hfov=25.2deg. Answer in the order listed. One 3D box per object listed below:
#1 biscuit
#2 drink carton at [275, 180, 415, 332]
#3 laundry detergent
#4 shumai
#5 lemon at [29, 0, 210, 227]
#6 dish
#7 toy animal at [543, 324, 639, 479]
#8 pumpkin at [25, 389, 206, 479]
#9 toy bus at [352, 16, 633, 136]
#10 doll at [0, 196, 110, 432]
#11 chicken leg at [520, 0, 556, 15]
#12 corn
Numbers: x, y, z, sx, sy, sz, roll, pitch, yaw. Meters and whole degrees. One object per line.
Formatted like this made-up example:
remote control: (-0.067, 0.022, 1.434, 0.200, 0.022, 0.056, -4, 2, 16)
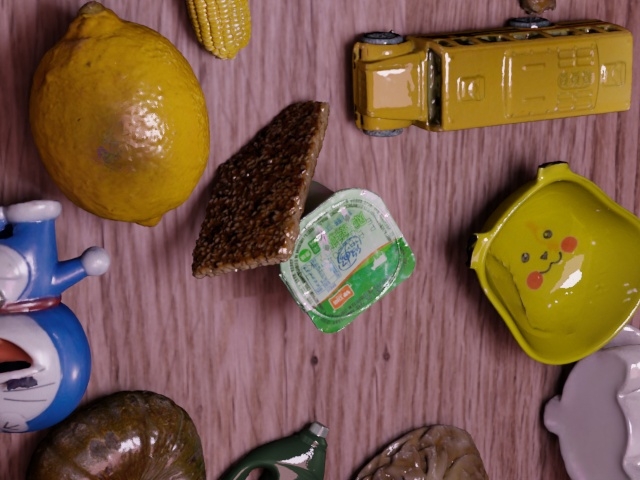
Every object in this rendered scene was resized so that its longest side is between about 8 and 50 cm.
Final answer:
biscuit: (-0.068, -0.063, 1.613, 0.026, 0.131, 0.236, 53, 39, -41)
drink carton: (0.000, 0.000, 1.659, 0.146, 0.142, 0.144, -36, 118, -9)
laundry detergent: (-0.060, 0.314, 1.772, 0.137, 0.063, 0.211, 29, 93, -21)
shumai: (0.146, 0.342, 1.805, 0.206, 0.175, 0.166, -38, 116, -12)
lemon: (-0.211, -0.126, 1.508, 0.188, 0.188, 0.256, -23, 115, -16)
dish: (0.285, 0.020, 1.806, 0.221, 0.108, 0.262, -48, 119, -3)
toy animal: (0.454, 0.239, 1.911, 0.265, 0.206, 0.271, -2, 87, -36)
pumpkin: (-0.228, 0.289, 1.639, 0.219, 0.162, 0.219, -8, 109, -26)
toy bus: (0.206, -0.193, 1.699, 0.336, 0.123, 0.121, -8, 109, -21)
doll: (-0.328, 0.081, 1.535, 0.215, 0.161, 0.256, -6, 97, 7)
chicken leg: (0.227, -0.338, 1.700, 0.085, 0.069, 0.198, -47, 124, -3)
corn: (-0.120, -0.289, 1.551, 0.067, 0.067, 0.206, -23, 125, -15)
